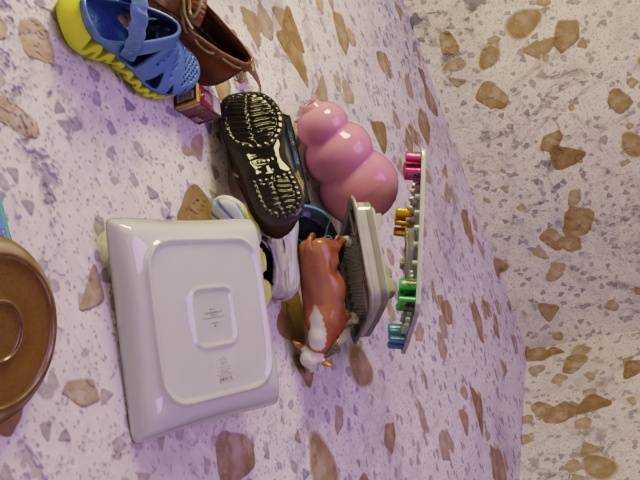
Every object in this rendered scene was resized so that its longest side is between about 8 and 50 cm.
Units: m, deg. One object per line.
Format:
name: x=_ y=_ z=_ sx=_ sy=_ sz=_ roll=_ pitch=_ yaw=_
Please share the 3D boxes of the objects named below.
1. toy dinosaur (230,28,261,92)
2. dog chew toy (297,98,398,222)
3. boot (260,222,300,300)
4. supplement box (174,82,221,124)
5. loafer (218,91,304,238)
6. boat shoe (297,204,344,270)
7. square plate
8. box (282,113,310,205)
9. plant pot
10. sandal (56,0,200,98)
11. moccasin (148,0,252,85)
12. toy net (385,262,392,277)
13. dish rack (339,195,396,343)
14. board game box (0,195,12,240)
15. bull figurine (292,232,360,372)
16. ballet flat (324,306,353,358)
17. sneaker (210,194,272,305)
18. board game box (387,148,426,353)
toy dinosaur: x=-0.163 y=-0.394 z=1.761 sx=0.183 sy=0.053 sz=0.093 roll=60 pitch=27 yaw=-32
dog chew toy: x=0.056 y=-0.204 z=1.980 sx=0.332 sy=0.206 sz=0.207 roll=58 pitch=28 yaw=-18
boot: x=-0.102 y=-0.005 z=1.617 sx=0.123 sy=0.095 sz=0.258 roll=16 pitch=62 yaw=-70
supplement box: x=-0.237 y=-0.264 z=1.516 sx=0.083 sy=0.055 sz=0.043 roll=31 pitch=49 yaw=-59
loafer: x=-0.132 y=-0.152 z=1.593 sx=0.130 sy=0.133 sz=0.366 roll=103 pitch=-23 yaw=-53
boat shoe: x=0.000 y=0.000 z=1.833 sx=0.258 sy=0.109 sz=0.089 roll=38 pitch=40 yaw=-52
square plate: x=-0.189 y=0.129 z=1.307 sx=0.347 sy=0.049 sz=0.344 roll=-2 pitch=81 yaw=-54
box: x=-0.101 y=-0.181 z=1.779 sx=0.175 sy=0.051 sz=0.220 roll=-5 pitch=82 yaw=-67
plant pot: x=-0.388 y=0.108 z=0.928 sx=0.236 sy=0.032 sz=0.236 roll=0 pitch=90 yaw=-67
sandal: x=-0.291 y=-0.335 z=1.336 sx=0.317 sy=0.138 sz=0.126 roll=15 pitch=61 yaw=-66
moccasin: x=-0.257 y=-0.432 z=1.451 sx=0.380 sy=0.146 sz=0.139 roll=50 pitch=34 yaw=-45
toy net: x=0.147 y=0.081 z=1.984 sx=0.232 sy=0.045 sz=0.122 roll=133 pitch=-48 yaw=-79
dish rack: x=0.106 y=0.074 z=1.858 sx=0.333 sy=0.072 sz=0.286 roll=105 pitch=-23 yaw=-66
board game box: x=-0.461 y=-0.051 z=0.898 sx=0.210 sy=0.047 sz=0.160 roll=-12 pitch=88 yaw=-66
bull figurine: x=0.011 y=0.132 z=1.720 sx=0.188 sy=0.101 sz=0.311 roll=-23 pitch=114 yaw=-65
ballet flat: x=0.045 y=0.208 z=1.864 sx=0.073 sy=0.067 sz=0.206 roll=65 pitch=25 yaw=-24
sneaker: x=-0.160 y=0.039 z=1.471 sx=0.240 sy=0.091 sz=0.126 roll=69 pitch=25 yaw=-16
board game box: x=0.204 y=0.037 z=1.884 sx=0.390 sy=0.050 sz=0.390 roll=87 pitch=8 yaw=-68
